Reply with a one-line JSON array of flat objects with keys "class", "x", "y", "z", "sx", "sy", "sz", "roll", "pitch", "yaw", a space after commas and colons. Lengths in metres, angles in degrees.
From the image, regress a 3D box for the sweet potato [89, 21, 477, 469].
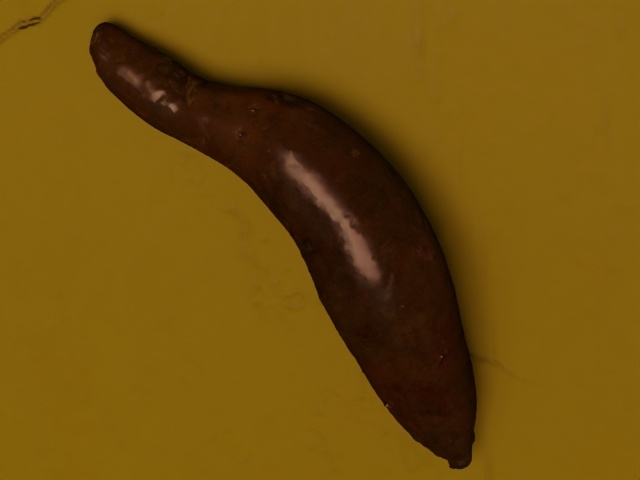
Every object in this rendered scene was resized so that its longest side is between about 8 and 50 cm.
[{"class": "sweet potato", "x": 0.002, "y": -0.006, "z": 0.839, "sx": 0.108, "sy": 0.079, "sz": 0.346, "roll": -35, "pitch": 99, "yaw": 36}]
